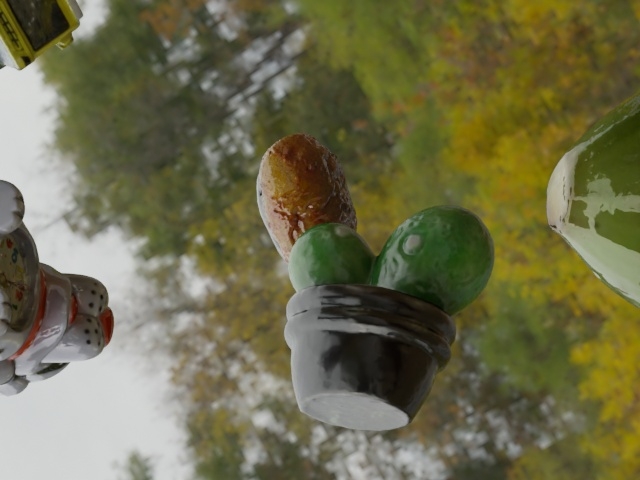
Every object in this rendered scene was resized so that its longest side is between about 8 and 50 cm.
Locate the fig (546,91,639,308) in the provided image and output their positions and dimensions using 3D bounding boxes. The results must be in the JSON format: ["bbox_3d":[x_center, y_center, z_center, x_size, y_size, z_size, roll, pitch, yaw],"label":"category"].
[{"bbox_3d":[0.297,-0.031,1.152,0.230,0.207,0.207,4,-127,-45],"label":"fig"}]

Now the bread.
[{"bbox_3d":[0.002,-0.007,1.744,0.139,0.095,0.269,-56,-48,-46],"label":"bread"}]

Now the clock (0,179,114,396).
[{"bbox_3d":[-0.290,0.060,1.333,0.189,0.189,0.254,66,-172,28],"label":"clock"}]

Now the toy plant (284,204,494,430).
[{"bbox_3d":[0.063,0.070,1.561,0.175,0.218,0.235,60,-143,-61],"label":"toy plant"}]

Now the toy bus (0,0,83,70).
[{"bbox_3d":[-0.261,-0.181,1.115,0.226,0.074,0.081,22,144,53],"label":"toy bus"}]
